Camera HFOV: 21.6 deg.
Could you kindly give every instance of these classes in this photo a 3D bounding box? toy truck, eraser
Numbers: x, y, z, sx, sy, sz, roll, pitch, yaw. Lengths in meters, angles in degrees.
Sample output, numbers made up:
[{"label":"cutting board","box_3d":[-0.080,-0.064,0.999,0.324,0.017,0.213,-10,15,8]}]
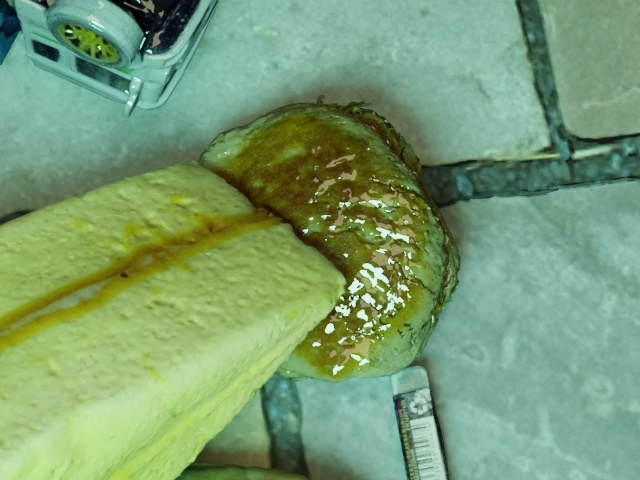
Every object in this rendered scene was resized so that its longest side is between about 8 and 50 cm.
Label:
[{"label":"toy truck","box_3d":[-0.231,-0.209,1.041,0.367,0.175,0.146,25,73,3]},{"label":"eraser","box_3d":[0.063,0.128,1.043,0.027,0.019,0.099,-12,73,6]}]

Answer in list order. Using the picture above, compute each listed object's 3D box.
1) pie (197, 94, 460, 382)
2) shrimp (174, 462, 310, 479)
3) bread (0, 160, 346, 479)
[{"label":"pie","box_3d":[0.000,0.000,1.050,0.163,0.079,0.193,-35,74,-2]},{"label":"shrimp","box_3d":[-0.091,0.194,0.988,0.267,0.061,0.145,13,79,-3]},{"label":"bread","box_3d":[-0.135,0.040,0.929,0.168,0.163,0.264,36,76,27]}]
